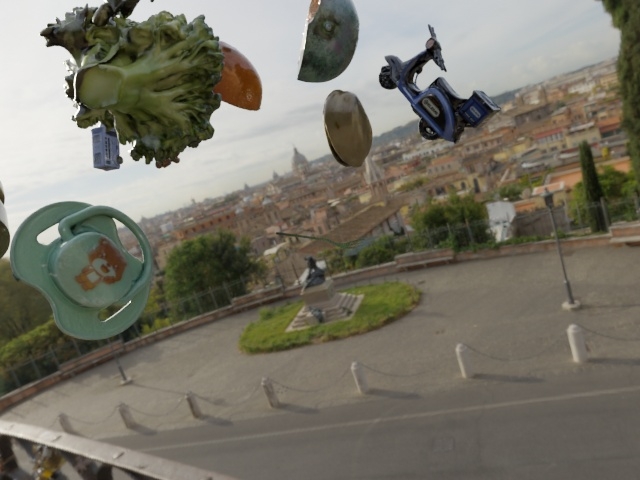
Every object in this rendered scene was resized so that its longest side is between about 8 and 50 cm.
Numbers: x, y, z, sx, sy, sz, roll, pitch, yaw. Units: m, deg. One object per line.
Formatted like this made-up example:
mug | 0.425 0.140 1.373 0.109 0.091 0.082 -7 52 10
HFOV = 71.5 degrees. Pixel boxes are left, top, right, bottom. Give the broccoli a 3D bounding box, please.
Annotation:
broccoli | -0.364 -0.333 0.897 0.335 0.323 0.272 20 -5 -5

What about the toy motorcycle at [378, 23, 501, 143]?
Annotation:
toy motorcycle | 0.328 -0.442 1.289 0.212 0.358 0.125 -47 -13 36

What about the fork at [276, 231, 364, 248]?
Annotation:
fork | 0.000 0.002 1.164 0.235 0.039 0.021 5 51 -8

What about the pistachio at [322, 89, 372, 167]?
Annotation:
pistachio | 0.079 -0.337 1.348 0.153 0.237 0.138 -28 21 -23

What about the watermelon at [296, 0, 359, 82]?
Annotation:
watermelon | 0.043 -0.649 1.379 0.188 0.321 0.175 7 13 -10

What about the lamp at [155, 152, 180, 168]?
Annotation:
lamp | -0.464 -0.244 1.350 0.083 0.031 0.063 -39 -8 -28

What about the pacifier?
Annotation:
pacifier | -0.577 0.065 1.092 0.269 0.343 0.288 -3 29 44

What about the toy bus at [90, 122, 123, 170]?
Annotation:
toy bus | -0.690 -0.312 1.430 0.073 0.167 0.076 -5 -2 25

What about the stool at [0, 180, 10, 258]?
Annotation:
stool | -0.892 -0.067 1.113 0.179 0.179 0.264 -23 45 -24

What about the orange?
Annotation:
orange | -0.368 -0.577 1.577 0.311 0.274 0.274 -7 10 -3
